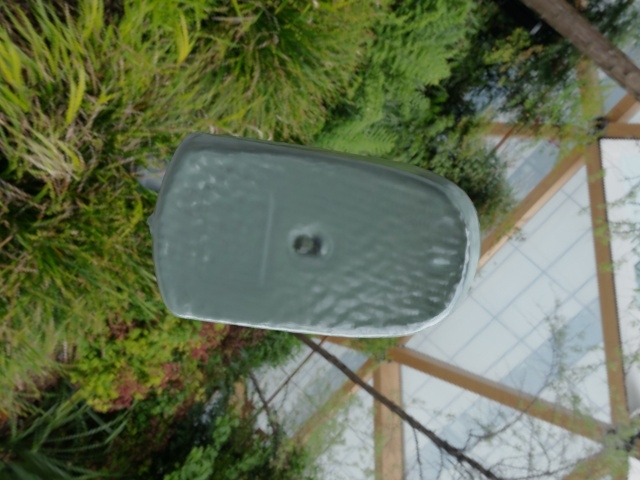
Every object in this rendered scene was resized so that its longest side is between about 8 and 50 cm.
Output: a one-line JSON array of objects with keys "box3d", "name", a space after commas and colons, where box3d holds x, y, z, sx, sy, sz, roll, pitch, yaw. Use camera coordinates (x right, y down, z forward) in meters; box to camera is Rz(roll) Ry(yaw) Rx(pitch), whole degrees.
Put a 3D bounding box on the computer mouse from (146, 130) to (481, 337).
[{"box3d": [0.000, 0.000, 0.410, 0.079, 0.230, 0.128, -131, -128, -80], "name": "computer mouse"}]
